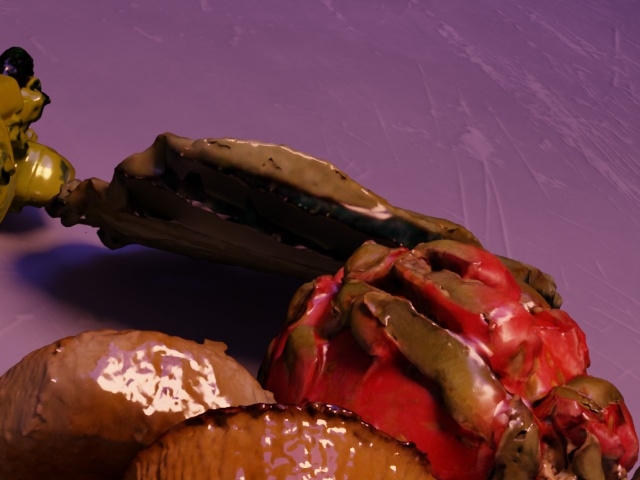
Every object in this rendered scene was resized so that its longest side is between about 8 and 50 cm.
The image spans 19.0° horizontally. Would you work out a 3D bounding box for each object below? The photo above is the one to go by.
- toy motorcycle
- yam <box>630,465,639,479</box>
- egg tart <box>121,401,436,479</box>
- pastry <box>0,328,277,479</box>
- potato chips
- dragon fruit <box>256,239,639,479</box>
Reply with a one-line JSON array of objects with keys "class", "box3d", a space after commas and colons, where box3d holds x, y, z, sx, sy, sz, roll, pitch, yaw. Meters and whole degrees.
[{"class": "toy motorcycle", "box3d": [-0.289, -0.044, 1.488, 0.142, 0.206, 0.342, 26, 12, 2]}, {"class": "yam", "box3d": [0.288, 0.208, 1.384, 0.154, 0.154, 0.254, 29, 31, 22]}, {"class": "egg tart", "box3d": [-0.023, 0.211, 1.144, 0.215, 0.215, 0.170, 13, 39, -8]}, {"class": "pastry", "box3d": [-0.121, 0.126, 1.246, 0.193, 0.182, 0.093, 7, 58, -7]}, {"class": "potato chips", "box3d": [0.000, 0.000, 1.530, 0.429, 0.070, 0.358, 13, -9, -15]}, {"class": "dragon fruit", "box3d": [0.086, 0.121, 1.310, 0.231, 0.237, 0.303, 14, 2, -26]}]
